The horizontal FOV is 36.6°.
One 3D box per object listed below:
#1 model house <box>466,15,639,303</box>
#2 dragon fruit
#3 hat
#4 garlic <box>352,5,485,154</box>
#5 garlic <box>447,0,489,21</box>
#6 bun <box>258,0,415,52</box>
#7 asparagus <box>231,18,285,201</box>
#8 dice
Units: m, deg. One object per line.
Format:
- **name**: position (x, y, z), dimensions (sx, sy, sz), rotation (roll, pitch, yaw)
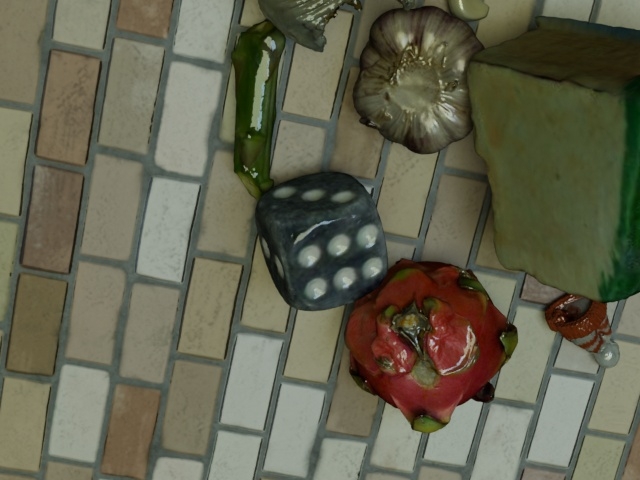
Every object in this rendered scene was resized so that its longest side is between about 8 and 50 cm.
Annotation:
- **model house**: position (0.465, -0.145, 1.531), dimensions (0.343, 0.335, 0.382), rotation (-27, 124, -32)
- **dragon fruit**: position (0.191, 0.188, 1.687), dimensions (0.306, 0.226, 0.305), rotation (-1, 103, -5)
- **hat**: position (0.499, 0.172, 1.785), dimensions (0.112, 0.093, 0.162), rotation (-32, 123, 15)
- **garlic**: position (0.170, -0.271, 1.601), dimensions (0.245, 0.160, 0.244), rotation (6, 116, 13)
- **garlic**: position (0.244, -0.397, 1.627), dimensions (0.083, 0.041, 0.053), rotation (34, 87, -20)
- **bun**: position (0.007, -0.453, 1.511), dimensions (0.282, 0.205, 0.281), rotation (-2, 115, -4)
- **asparagus**: position (-0.109, -0.218, 1.633), dimensions (0.085, 0.082, 0.342), rotation (-5, 110, -40)
- **dice**: position (0.000, 0.000, 1.624), dimensions (0.182, 0.183, 0.181), rotation (-19, 120, -12)
